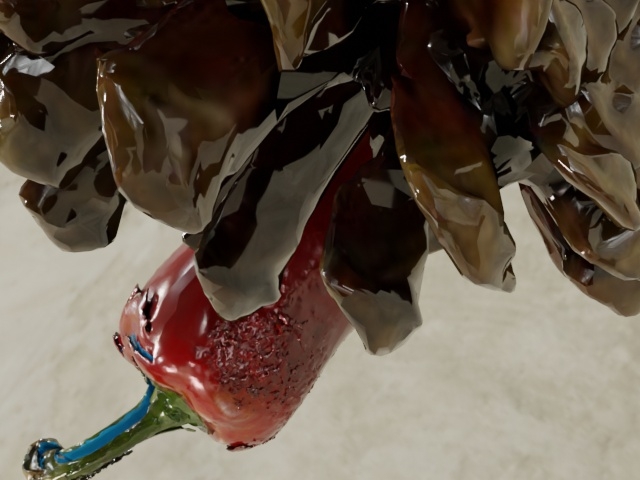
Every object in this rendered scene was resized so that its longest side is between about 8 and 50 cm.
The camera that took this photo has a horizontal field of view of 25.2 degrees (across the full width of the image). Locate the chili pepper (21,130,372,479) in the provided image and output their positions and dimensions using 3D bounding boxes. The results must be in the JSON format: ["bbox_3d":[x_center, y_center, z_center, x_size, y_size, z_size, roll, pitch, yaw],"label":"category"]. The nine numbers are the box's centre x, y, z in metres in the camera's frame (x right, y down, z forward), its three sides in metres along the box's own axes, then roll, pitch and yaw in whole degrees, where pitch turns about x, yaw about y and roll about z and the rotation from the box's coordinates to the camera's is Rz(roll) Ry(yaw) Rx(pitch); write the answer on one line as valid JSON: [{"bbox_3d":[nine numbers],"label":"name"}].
[{"bbox_3d":[0.000,0.000,0.749,0.387,0.110,0.110,-47,32,-9],"label":"chili pepper"}]

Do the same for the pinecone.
[{"bbox_3d":[-0.026,-0.125,0.572,0.384,0.384,0.384,-30,36,25],"label":"pinecone"}]
